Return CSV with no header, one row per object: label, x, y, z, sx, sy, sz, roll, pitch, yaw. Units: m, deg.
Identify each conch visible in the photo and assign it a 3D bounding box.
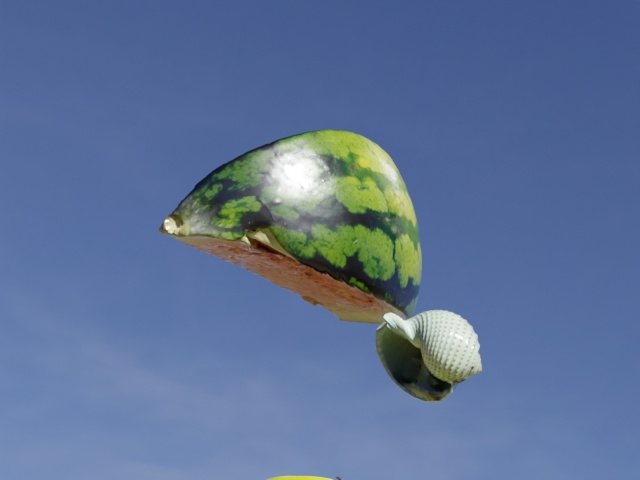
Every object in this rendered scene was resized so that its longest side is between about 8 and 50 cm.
conch,0.090,0.088,1.564,0.085,0.076,0.057,38,33,29

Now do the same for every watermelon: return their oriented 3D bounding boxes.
watermelon,0.020,0.013,1.638,0.159,0.128,0.303,-42,-29,11

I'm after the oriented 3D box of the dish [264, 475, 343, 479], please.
dish,-0.020,0.304,1.893,0.221,0.108,0.262,-2,-39,4
